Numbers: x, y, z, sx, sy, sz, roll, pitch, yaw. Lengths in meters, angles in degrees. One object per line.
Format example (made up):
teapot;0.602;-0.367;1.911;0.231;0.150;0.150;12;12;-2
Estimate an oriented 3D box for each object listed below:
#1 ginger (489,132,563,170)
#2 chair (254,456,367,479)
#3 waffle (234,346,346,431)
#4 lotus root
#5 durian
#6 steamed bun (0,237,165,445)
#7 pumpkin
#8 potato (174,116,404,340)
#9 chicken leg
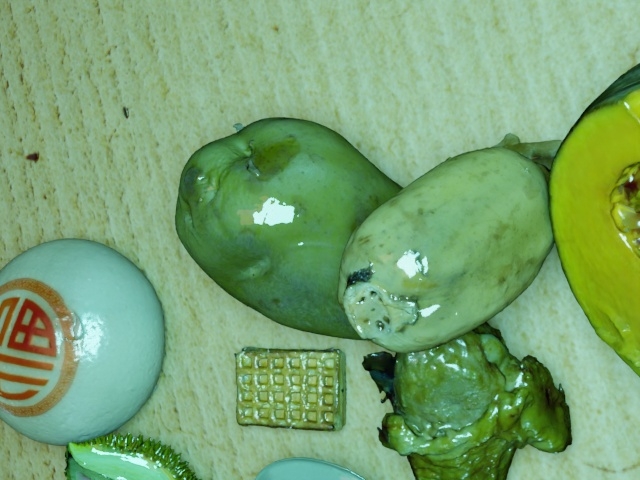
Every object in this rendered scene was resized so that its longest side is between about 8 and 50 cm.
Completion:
ginger;0.239;-0.091;0.963;0.137;0.044;0.057;4;108;25
chair;-0.007;0.416;0.983;0.203;0.190;0.274;5;62;22
waffle;-0.038;0.186;1.072;0.148;0.042;0.102;-2;87;23
lotus root;0.140;0.003;0.843;0.146;0.284;0.160;33;143;33
durian;-0.226;0.322;1.123;0.221;0.095;0.137;21;130;8
steamed bun;-0.355;0.137;1.135;0.283;0.177;0.282;-1;88;23
pumpkin;0.359;-0.028;0.773;0.225;0.256;0.303;-20;83;-17
potato;0.002;-0.002;0.968;0.351;0.202;0.218;33;76;-5
chicken leg;0.183;0.241;0.943;0.212;0.140;0.361;-16;105;9
